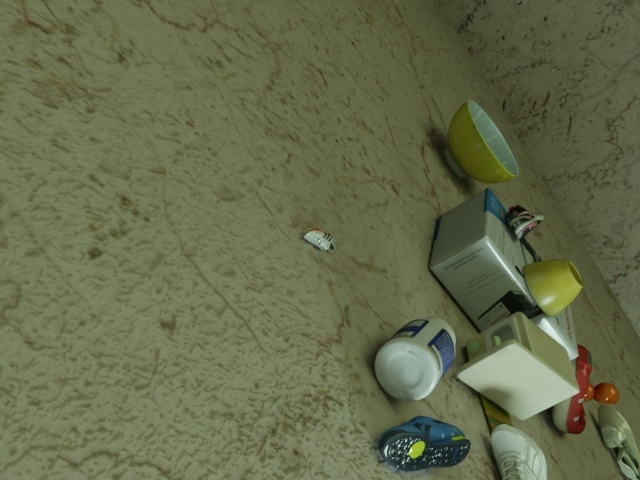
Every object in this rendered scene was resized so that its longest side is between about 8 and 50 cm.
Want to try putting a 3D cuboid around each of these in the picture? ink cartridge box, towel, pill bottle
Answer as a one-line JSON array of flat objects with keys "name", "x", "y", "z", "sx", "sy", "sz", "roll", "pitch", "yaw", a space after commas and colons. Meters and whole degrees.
[{"name": "ink cartridge box", "x": 0.463, "y": 0.107, "z": 1.766, "sx": 0.395, "sy": 0.166, "sz": 0.285, "roll": 50, "pitch": 28, "yaw": -14}, {"name": "towel", "x": 0.375, "y": 0.344, "z": 1.527, "sx": 0.102, "sy": 0.021, "sz": 0.237, "roll": 32, "pitch": 36, "yaw": -42}, {"name": "pill bottle", "x": 0.178, "y": 0.201, "z": 1.252, "sx": 0.112, "sy": 0.112, "sz": 0.186, "roll": 59, "pitch": 27, "yaw": 5}]

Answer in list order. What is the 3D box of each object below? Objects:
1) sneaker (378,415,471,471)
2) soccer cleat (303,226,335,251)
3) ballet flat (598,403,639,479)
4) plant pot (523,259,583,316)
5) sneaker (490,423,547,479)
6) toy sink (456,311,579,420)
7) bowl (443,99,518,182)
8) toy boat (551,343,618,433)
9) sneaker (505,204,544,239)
[{"name": "sneaker", "x": 0.156, "y": 0.325, "z": 1.152, "sx": 0.209, "sy": 0.069, "sz": 0.082, "roll": 15, "pitch": 15, "yaw": -41}, {"name": "soccer cleat", "x": 0.000, "y": 0.000, "z": 1.268, "sx": 0.083, "sy": 0.029, "sz": 0.036, "roll": 18, "pitch": 41, "yaw": -57}, {"name": "ballet flat", "x": 0.861, "y": 0.592, "z": 2.010, "sx": 0.249, "sy": 0.086, "sz": 0.086, "roll": 61, "pitch": 27, "yaw": 7}, {"name": "plant pot", "x": 0.549, "y": 0.096, "z": 1.634, "sx": 0.134, "sy": 0.095, "sz": 0.134, "roll": 37, "pitch": 35, "yaw": -32}, {"name": "sneaker", "x": 0.385, "y": 0.465, "z": 1.341, "sx": 0.115, "sy": 0.090, "sz": 0.232, "roll": 7, "pitch": 53, "yaw": -52}, {"name": "toy sink", "x": 0.409, "y": 0.255, "z": 1.501, "sx": 0.234, "sy": 0.152, "sz": 0.131, "roll": 34, "pitch": 34, "yaw": -26}, {"name": "bowl", "x": 0.489, "y": -0.287, "z": 2.249, "sx": 0.289, "sy": 0.156, "sz": 0.290, "roll": 39, "pitch": 32, "yaw": -30}, {"name": "toy boat", "x": 0.656, "y": 0.375, "z": 1.740, "sx": 0.151, "sy": 0.151, "sz": 0.231, "roll": -61, "pitch": 155, "yaw": -55}, {"name": "sneaker", "x": 0.509, "y": -0.058, "z": 1.766, "sx": 0.077, "sy": 0.072, "sz": 0.178, "roll": 50, "pitch": 19, "yaw": 11}]
